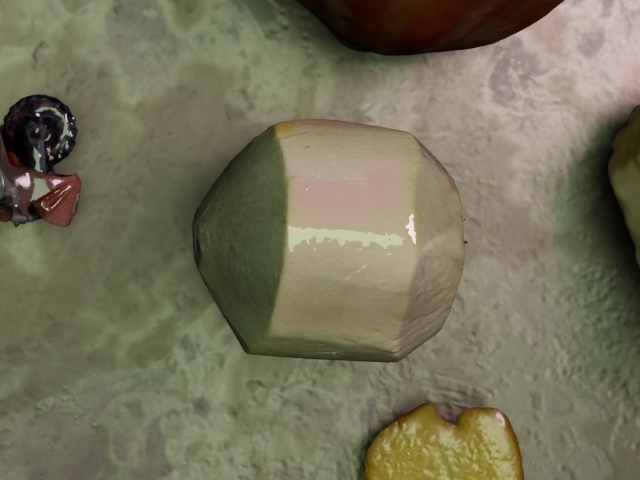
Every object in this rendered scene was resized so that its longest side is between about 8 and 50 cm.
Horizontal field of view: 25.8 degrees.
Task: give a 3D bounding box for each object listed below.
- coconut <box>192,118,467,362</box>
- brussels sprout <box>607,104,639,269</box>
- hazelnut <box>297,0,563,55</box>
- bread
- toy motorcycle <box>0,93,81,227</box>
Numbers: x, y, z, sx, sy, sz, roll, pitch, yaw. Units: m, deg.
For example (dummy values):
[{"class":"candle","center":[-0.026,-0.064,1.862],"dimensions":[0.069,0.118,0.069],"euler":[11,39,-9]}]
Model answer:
[{"class":"coconut","center":[0.001,0.000,1.207],"dimensions":[0.241,0.241,0.241],"euler":[0,92,-7]},{"class":"brussels sprout","center":[0.414,-0.012,1.240],"dimensions":[0.316,0.242,0.274],"euler":[7,85,-3]},{"class":"hazelnut","center":[0.100,-0.332,1.155],"dimensions":[0.366,0.366,0.366],"euler":[0,92,-7]},{"class":"bread","center":[0.116,0.242,1.310],"dimensions":[0.149,0.065,0.188],"euler":[-3,96,4]},{"class":"toy motorcycle","center":[-0.302,-0.040,1.236],"dimensions":[0.212,0.084,0.118],"euler":[-26,96,3]}]
